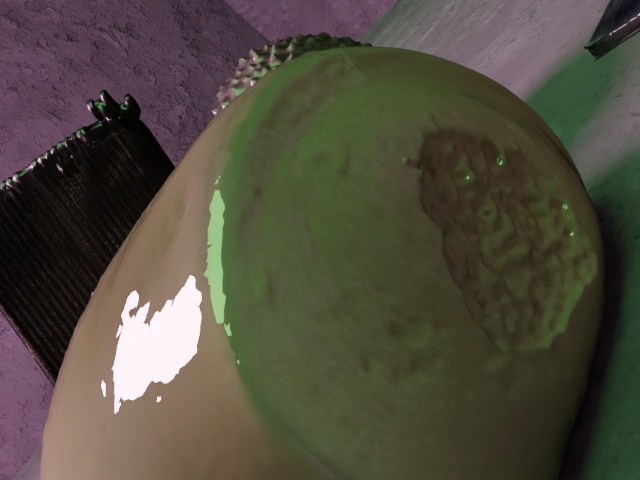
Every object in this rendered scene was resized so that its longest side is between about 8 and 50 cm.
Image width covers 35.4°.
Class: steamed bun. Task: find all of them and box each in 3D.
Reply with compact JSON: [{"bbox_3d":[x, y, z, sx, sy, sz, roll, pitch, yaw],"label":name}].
[{"bbox_3d":[-0.020,0.064,0.745,0.371,0.290,0.456,-42,13,38],"label":"steamed bun"}]

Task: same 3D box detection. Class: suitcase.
[{"bbox_3d":[-0.207,0.040,1.064,0.230,0.335,0.152,-34,4,5],"label":"suitcase"}]

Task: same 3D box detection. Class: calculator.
[{"bbox_3d":[0.393,-0.320,1.130,0.161,0.021,0.261,-34,18,55],"label":"calculator"}]

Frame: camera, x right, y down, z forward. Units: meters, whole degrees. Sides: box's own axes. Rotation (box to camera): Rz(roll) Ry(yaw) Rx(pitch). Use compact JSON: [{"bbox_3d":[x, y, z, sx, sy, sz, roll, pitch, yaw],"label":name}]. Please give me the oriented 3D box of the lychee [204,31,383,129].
[{"bbox_3d":[0.009,-0.089,1.122,0.300,0.300,0.300,-47,11,12],"label":"lychee"}]
